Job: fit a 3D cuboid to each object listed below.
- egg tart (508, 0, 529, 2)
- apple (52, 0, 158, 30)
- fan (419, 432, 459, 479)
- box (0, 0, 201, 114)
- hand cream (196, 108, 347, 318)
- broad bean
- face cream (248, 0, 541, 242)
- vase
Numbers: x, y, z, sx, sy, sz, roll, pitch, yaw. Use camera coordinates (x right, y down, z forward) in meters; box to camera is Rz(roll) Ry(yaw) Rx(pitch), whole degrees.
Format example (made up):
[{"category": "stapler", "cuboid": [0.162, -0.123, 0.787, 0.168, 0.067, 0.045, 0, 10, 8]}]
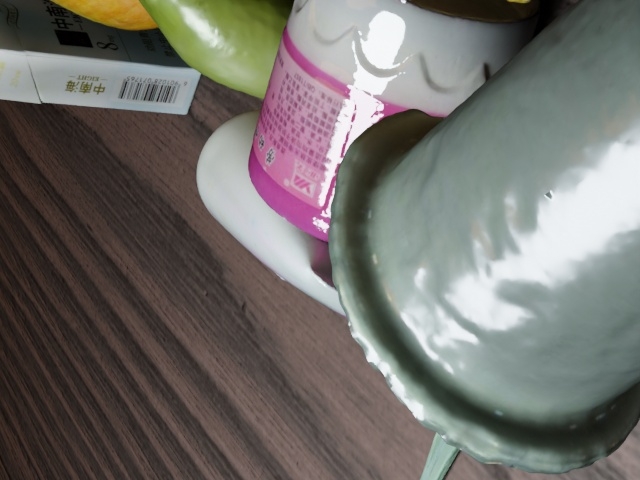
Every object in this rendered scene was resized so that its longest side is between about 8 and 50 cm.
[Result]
[{"category": "egg tart", "cuboid": [0.158, -0.255, 0.879, 0.213, 0.090, 0.212, 5, 96, 61]}, {"category": "apple", "cuboid": [-0.209, -0.354, 1.371, 0.233, 0.286, 0.286, -57, 39, 19]}, {"category": "fan", "cuboid": [0.091, 0.184, 1.081, 0.038, 0.016, 0.193, 59, 138, 47]}, {"category": "box", "cuboid": [-0.273, -0.217, 1.519, 0.155, 0.243, 0.067, 60, 138, 45]}, {"category": "hand cream", "cuboid": [0.000, 0.000, 1.116, 0.118, 0.185, 0.358, -51, 32, 7]}, {"category": "broad bean", "cuboid": [-0.089, -0.241, 1.173, 0.291, 0.238, 0.119, 49, 116, 8]}, {"category": "face cream", "cuboid": [0.051, -0.113, 0.988, 0.175, 0.175, 0.195, 56, 138, 46]}, {"category": "vase", "cuboid": [0.174, -0.034, 0.717, 0.291, 0.245, 0.245, -42, 53, 47]}]
